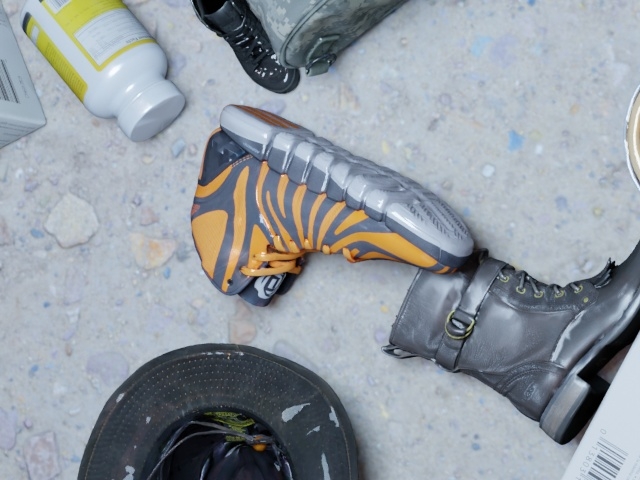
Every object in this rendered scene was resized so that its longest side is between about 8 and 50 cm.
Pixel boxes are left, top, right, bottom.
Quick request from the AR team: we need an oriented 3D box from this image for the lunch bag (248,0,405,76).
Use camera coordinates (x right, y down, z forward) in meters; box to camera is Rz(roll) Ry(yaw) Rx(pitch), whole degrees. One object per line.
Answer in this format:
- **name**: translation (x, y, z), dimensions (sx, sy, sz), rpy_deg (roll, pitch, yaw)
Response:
- **lunch bag**: translation (-0.015, -0.349, 1.572), dimensions (0.256, 0.212, 0.305), rpy_deg (-39, 76, 35)

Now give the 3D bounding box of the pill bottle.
- **pill bottle**: translation (-0.228, -0.196, 1.695), dimensions (0.103, 0.103, 0.184), rpy_deg (-43, 77, 13)

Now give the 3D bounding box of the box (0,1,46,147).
- **box**: translation (-0.412, -0.188, 1.716), dimensions (0.119, 0.181, 0.182), rpy_deg (-25, 81, 16)

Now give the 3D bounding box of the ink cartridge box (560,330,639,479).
- **ink cartridge box**: translation (0.385, 0.192, 1.464), dimensions (0.261, 0.066, 0.296), rpy_deg (32, 103, 29)

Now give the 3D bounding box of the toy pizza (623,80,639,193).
- **toy pizza**: translation (0.388, -0.101, 1.521), dimensions (0.201, 0.032, 0.201), rpy_deg (0, 89, 19)

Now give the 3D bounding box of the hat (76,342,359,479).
- **hat**: translation (-0.095, 0.277, 1.623), dimensions (0.331, 0.134, 0.331), rpy_deg (-4, 70, 12)

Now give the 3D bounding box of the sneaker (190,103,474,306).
- **sneaker**: translation (0.000, 0.000, 1.608), dimensions (0.321, 0.125, 0.180), rpy_deg (30, 104, 34)

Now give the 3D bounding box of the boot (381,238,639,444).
- **boot**: translation (0.201, 0.048, 1.556), dimensions (0.229, 0.091, 0.263), rpy_deg (34, 92, 25)

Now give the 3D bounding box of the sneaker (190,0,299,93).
- **sneaker**: translation (-0.092, -0.224, 1.657), dimensions (0.051, 0.089, 0.170), rpy_deg (-39, 77, 14)
